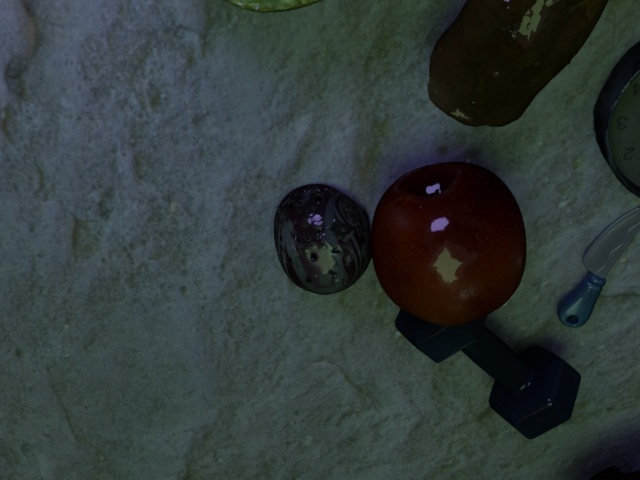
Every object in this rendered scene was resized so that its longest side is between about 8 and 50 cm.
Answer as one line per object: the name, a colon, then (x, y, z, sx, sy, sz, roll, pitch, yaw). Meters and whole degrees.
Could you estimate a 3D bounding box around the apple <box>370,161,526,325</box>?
apple: (0.178, 0.002, 1.057, 0.218, 0.218, 0.201, -7, 124, 12)

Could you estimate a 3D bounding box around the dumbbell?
dumbbell: (0.276, 0.183, 1.233, 0.325, 0.160, 0.144, 39, 91, -23)

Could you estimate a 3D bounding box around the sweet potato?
sweet potato: (0.260, -0.299, 0.863, 0.157, 0.158, 0.370, 22, 128, -10)

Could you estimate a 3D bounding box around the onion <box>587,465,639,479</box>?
onion: (0.617, 0.626, 1.346, 0.398, 0.420, 0.398, 23, 161, 8)

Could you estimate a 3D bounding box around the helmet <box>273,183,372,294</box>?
helmet: (0.000, 0.015, 1.161, 0.153, 0.107, 0.177, -13, 125, 19)

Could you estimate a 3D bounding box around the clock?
clock: (0.509, -0.162, 0.997, 0.280, 0.055, 0.281, 3, 127, 4)

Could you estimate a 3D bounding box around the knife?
knife: (0.436, 0.039, 1.180, 0.058, 0.032, 0.244, 19, 123, 3)

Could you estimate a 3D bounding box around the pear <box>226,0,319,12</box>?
pear: (-0.051, -0.383, 0.824, 0.286, 0.176, 0.282, 40, 124, -17)
